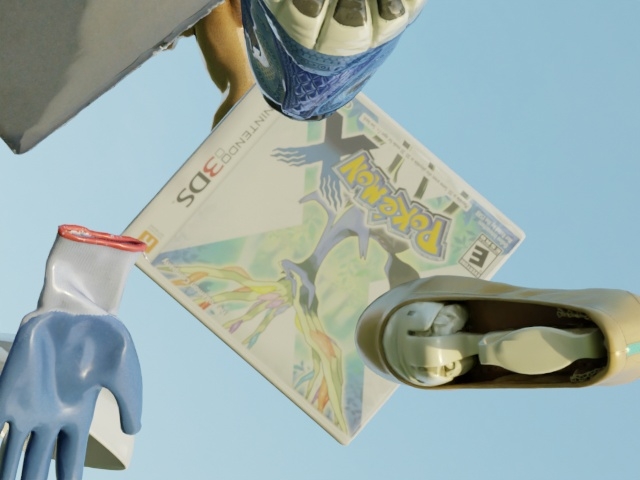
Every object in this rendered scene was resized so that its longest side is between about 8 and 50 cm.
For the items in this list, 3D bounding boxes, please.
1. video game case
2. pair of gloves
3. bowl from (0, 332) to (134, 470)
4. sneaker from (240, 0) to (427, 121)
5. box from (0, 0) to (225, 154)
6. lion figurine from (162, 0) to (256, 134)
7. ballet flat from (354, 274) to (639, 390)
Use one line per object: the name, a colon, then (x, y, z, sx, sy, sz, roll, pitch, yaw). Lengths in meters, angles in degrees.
video game case: (0.000, 0.000, 1.450, 0.329, 0.300, 0.036, 41, -5, 1)
pair of gloves: (-0.163, 0.058, 0.632, 0.023, 0.198, 0.159, 38, -66, 48)
bowl: (-0.215, 0.117, 1.039, 0.142, 0.053, 0.142, 2, -33, 39)
sneaker: (0.008, -0.208, 0.782, 0.130, 0.330, 0.147, 18, -34, -6)
box: (-0.357, -0.405, 1.197, 0.472, 0.297, 0.480, 41, -11, 51)
lion figurine: (-0.122, -0.241, 1.776, 0.392, 0.142, 0.240, 63, -29, 3)
ballet flat: (0.104, 0.062, 0.884, 0.232, 0.073, 0.080, -7, -86, 36)
